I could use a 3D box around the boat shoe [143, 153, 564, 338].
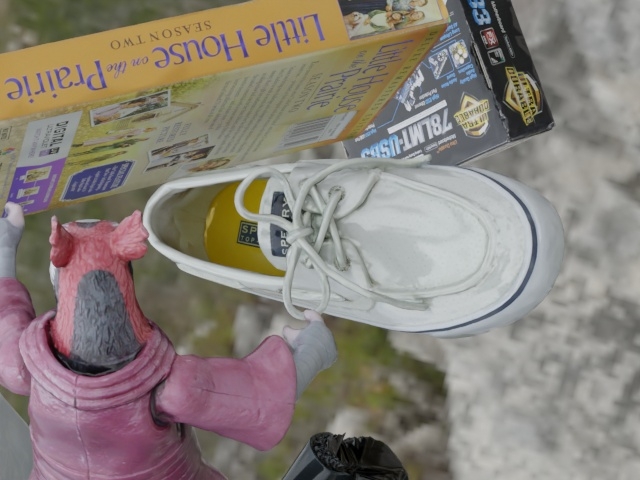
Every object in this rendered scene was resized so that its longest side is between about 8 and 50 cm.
[{"bbox_3d":[0.000,-0.009,1.484,0.367,0.156,0.136,9,91,43],"label":"boat shoe"}]

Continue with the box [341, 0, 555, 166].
[{"bbox_3d":[0.092,-0.210,2.058,0.295,0.073,0.293,-24,86,59],"label":"box"}]

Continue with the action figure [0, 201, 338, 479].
[{"bbox_3d":[-0.139,0.131,1.208,0.370,0.248,0.276,83,-158,-44],"label":"action figure"}]

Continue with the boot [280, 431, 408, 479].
[{"bbox_3d":[0.024,0.303,2.009,0.207,0.246,0.094,-47,43,18],"label":"boot"}]

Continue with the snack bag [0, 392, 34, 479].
[{"bbox_3d":[-0.269,0.327,1.764,0.323,0.037,0.343,69,-162,-63],"label":"snack bag"}]

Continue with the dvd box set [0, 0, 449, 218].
[{"bbox_3d":[-0.131,-0.112,1.649,0.307,0.420,0.062,132,123,-71],"label":"dvd box set"}]
